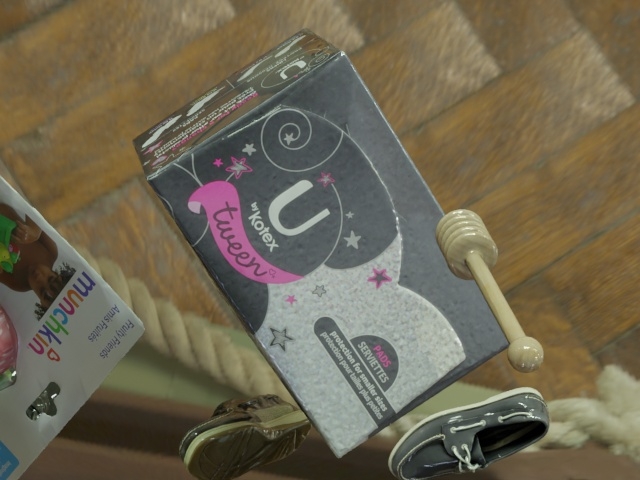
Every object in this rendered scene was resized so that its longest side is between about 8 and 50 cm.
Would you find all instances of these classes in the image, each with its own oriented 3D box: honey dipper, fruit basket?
[{"bbox_3d":[0.091,0.026,0.783,0.030,0.161,0.030,-3,113,-6],"label":"honey dipper"},{"bbox_3d":[-0.343,0.034,1.232,0.353,0.327,0.165,49,43,5],"label":"fruit basket"}]

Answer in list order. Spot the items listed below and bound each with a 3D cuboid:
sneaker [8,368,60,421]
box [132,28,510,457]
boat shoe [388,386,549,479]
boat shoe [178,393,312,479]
[{"bbox_3d":[-0.390,0.247,1.773,0.109,0.130,0.286,36,70,-9],"label":"sneaker"},{"bbox_3d":[0.000,0.000,1.038,0.163,0.142,0.247,-33,107,-2],"label":"box"},{"bbox_3d":[0.179,0.242,1.753,0.206,0.065,0.075,-24,117,3],"label":"boat shoe"},{"bbox_3d":[-0.065,0.148,1.124,0.049,0.152,0.056,37,106,26],"label":"boat shoe"}]
